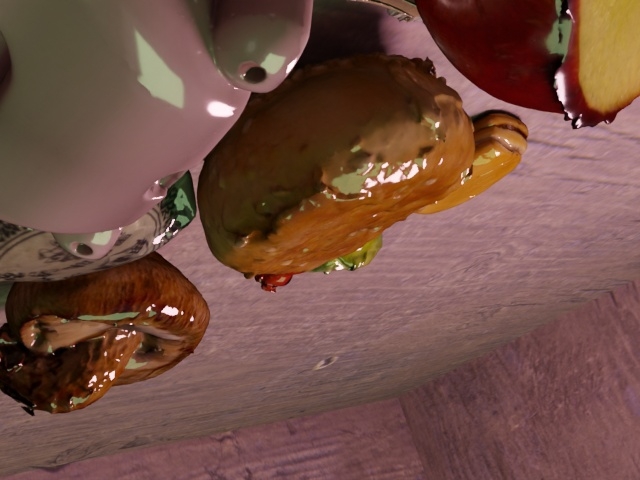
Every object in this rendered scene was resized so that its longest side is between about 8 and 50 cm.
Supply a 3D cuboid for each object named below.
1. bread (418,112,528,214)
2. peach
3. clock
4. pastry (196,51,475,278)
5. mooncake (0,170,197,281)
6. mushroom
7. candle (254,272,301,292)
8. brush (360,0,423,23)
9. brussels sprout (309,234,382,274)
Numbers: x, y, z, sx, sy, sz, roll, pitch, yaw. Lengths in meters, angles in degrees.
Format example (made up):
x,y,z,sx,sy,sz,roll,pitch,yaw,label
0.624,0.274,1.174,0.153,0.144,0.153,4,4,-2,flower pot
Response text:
x,y,z,sx,sy,sz,roll,pitch,yaw,label
0.202,-0.107,1.418,0.200,0.077,0.116,-30,151,30,bread
0.213,-0.248,0.806,0.362,0.201,0.257,-22,137,-41,peach
-0.209,-0.150,0.580,0.326,0.184,0.342,27,135,-25,clock
0.005,-0.093,1.054,0.316,0.184,0.284,-33,165,34,pastry
-0.279,-0.035,1.020,0.254,0.136,0.250,-25,165,19,mooncake
-0.304,0.107,1.317,0.283,0.195,0.263,-29,160,-27,mushroom
0.000,0.000,1.554,0.051,0.048,0.329,12,147,-33,candle
0.048,-0.229,0.904,0.328,0.070,0.065,-5,168,-34,brush
0.012,-0.026,1.384,0.149,0.122,0.151,-6,-168,-8,brussels sprout
